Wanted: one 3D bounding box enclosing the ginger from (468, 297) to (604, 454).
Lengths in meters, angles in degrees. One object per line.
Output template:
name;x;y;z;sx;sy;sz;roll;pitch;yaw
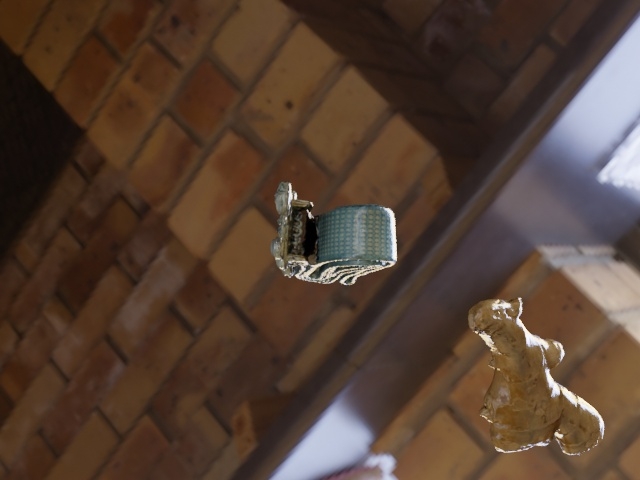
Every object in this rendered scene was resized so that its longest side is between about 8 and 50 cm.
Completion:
ginger;0.265;0.185;1.578;0.148;0.081;0.333;-28;124;2

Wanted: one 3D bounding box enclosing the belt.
belt;0.000;0.005;0.977;0.100;0.065;0.179;4;169;-9
